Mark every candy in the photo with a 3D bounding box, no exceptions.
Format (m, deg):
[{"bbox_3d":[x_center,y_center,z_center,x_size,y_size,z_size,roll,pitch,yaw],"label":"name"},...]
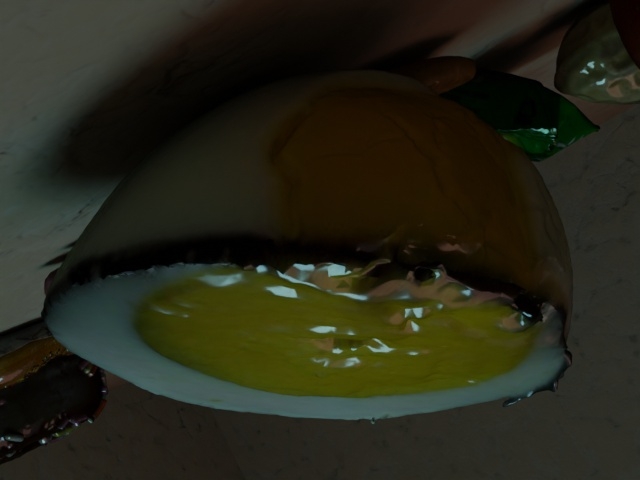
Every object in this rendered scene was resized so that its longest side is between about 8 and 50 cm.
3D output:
[{"bbox_3d":[0.198,-0.129,0.819,0.203,0.141,0.078,-24,141,-59],"label":"candy"}]

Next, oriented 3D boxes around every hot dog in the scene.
[{"bbox_3d":[-0.338,0.130,0.977,0.191,0.059,0.108,-25,179,-40],"label":"hot dog"}]

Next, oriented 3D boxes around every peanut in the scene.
[{"bbox_3d":[0.363,-0.219,0.780,0.298,0.120,0.136,-27,151,6],"label":"peanut"}]

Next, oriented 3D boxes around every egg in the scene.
[{"bbox_3d":[0.000,0.000,0.563,0.337,0.201,0.337,4,151,2],"label":"egg"}]

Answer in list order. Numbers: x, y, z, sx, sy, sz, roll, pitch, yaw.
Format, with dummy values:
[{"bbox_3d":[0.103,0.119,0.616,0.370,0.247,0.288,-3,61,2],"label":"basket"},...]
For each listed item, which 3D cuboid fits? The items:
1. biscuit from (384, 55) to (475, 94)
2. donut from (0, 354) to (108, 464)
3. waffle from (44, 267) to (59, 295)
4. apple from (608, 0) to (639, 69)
[{"bbox_3d":[0.016,-0.095,0.694,0.144,0.033,0.224,-17,170,-40],"label":"biscuit"},{"bbox_3d":[-0.440,0.246,1.175,0.259,0.136,0.345,-18,171,-40],"label":"donut"},{"bbox_3d":[-0.136,0.007,0.762,0.234,0.055,0.221,-25,172,23],"label":"waffle"},{"bbox_3d":[0.260,-0.167,0.462,0.181,0.181,0.168,-27,166,2],"label":"apple"}]
